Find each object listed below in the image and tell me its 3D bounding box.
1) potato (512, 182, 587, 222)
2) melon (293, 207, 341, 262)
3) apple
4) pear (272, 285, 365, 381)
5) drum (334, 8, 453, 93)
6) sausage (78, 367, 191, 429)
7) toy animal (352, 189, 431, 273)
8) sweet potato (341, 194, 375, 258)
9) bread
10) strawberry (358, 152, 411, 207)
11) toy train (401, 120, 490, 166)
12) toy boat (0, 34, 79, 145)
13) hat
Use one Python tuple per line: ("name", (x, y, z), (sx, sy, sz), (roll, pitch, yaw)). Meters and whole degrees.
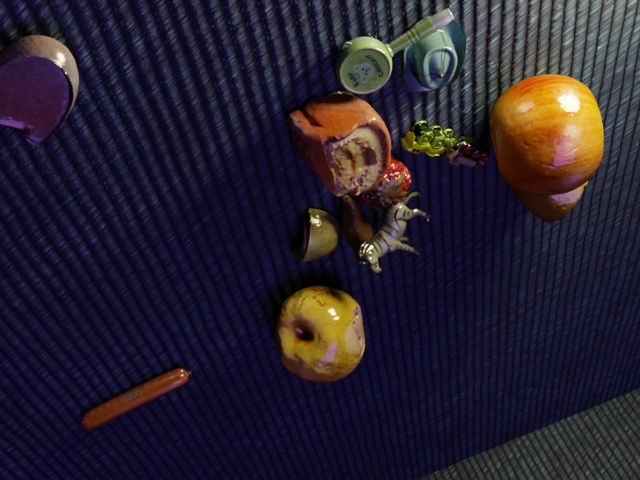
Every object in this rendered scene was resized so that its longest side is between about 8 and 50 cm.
("potato", (0.558, -0.159, 1.929), (0.158, 0.178, 0.203), (14, 142, -17))
("melon", (0.000, 0.000, 1.871), (0.128, 0.079, 0.160), (-4, 135, -21))
("apple", (0.509, -0.239, 1.732), (0.233, 0.286, 0.286), (-9, 140, 7))
("pear", (0.005, 0.246, 2.015), (0.271, 0.271, 0.271), (-14, 139, -13))
("drum", (0.133, -0.396, 1.513), (0.130, 0.049, 0.253), (32, 120, -32))
("sausage", (-0.514, 0.436, 2.100), (0.347, 0.053, 0.053), (-26, 140, 1))
("toy animal", (0.177, -0.025, 1.882), (0.176, 0.073, 0.217), (7, 103, -36))
("sweet potato", (0.087, -0.040, 1.882), (0.077, 0.077, 0.244), (-26, 135, 1))
("bread", (0.054, -0.200, 1.652), (0.190, 0.123, 0.244), (-27, 141, 0))
("strawberry", (0.145, -0.133, 1.799), (0.145, 0.086, 0.145), (-15, 138, -14))
("toy train", (0.308, -0.223, 1.810), (0.249, 0.053, 0.085), (10, 137, -35))
("toy boat", (-0.512, -0.273, 1.338), (0.155, 0.085, 0.227), (19, 135, -29))
("hat", (0.241, -0.372, 1.592), (0.138, 0.078, 0.191), (-11, 138, -9))
